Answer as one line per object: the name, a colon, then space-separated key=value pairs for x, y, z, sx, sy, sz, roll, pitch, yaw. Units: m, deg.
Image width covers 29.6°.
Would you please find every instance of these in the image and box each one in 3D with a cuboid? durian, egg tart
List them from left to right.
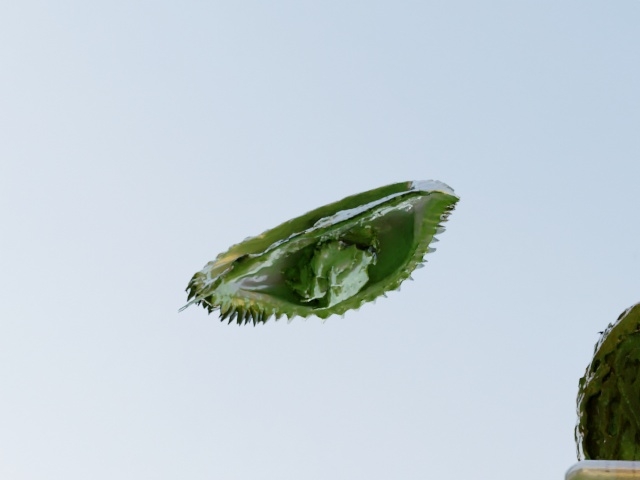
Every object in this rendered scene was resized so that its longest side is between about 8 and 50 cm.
durian: x=-0.002 y=0.005 z=1.498 sx=0.356 sy=0.169 sz=0.157 roll=-23 pitch=-116 yaw=3
egg tart: x=0.391 y=0.176 z=1.250 sx=0.297 sy=0.132 sz=0.297 roll=-22 pitch=-119 yaw=48

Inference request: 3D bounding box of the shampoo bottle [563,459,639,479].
shampoo bottle: x=0.276 y=0.198 z=0.888 sx=0.192 sy=0.074 sz=0.074 roll=-2 pitch=-97 yaw=14
